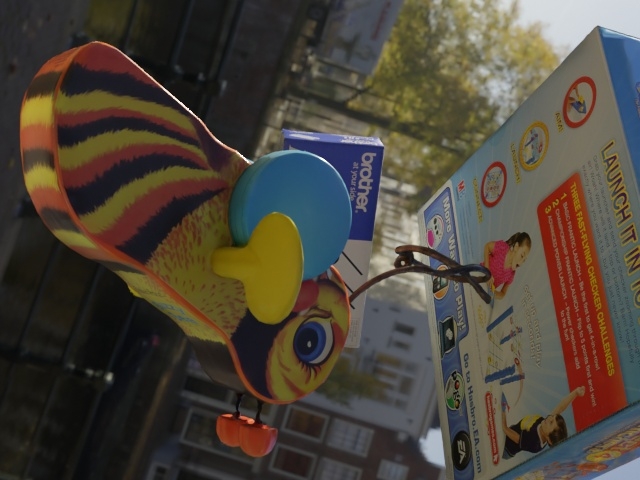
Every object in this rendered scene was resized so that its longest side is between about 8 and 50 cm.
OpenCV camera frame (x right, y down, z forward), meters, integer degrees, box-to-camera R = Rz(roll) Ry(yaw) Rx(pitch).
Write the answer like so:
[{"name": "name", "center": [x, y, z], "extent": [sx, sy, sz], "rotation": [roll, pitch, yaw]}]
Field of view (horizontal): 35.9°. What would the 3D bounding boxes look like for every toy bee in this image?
[{"name": "toy bee", "center": [-0.038, 0.029, 0.542], "extent": [0.195, 0.298, 0.162], "rotation": [151, -39, -74]}]

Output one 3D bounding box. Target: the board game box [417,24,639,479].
[{"name": "board game box", "center": [0.202, 0.037, 0.837], "extent": [0.302, 0.086, 0.308], "rotation": [131, -37, -52]}]

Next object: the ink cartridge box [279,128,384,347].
[{"name": "ink cartridge box", "center": [0.000, 0.000, 0.964], "extent": [0.046, 0.097, 0.207], "rotation": [-107, -159, -71]}]
